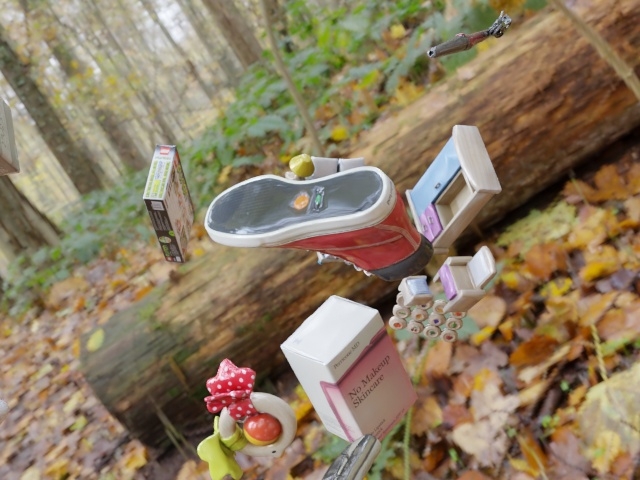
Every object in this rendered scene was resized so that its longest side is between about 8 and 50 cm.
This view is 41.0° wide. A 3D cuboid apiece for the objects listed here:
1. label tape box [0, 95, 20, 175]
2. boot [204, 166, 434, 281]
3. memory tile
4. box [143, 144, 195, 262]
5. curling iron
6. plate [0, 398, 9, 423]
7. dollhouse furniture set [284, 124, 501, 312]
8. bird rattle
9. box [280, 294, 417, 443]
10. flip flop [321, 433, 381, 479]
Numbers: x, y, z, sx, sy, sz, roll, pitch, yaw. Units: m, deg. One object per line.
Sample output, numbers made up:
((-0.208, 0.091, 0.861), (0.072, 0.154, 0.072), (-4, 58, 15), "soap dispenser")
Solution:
((-0.550, -0.144, 1.111), (0.249, 0.115, 0.347), (-8, 0, -11), "label tape box")
((0.000, 0.000, 0.999), (0.244, 0.176, 0.088), (-4, 59, 28), "boot")
((0.220, 0.158, 1.753), (0.012, 0.148, 0.113), (-77, 1, -48), "memory tile")
((-0.263, -0.060, 1.504), (0.036, 0.207, 0.114), (4, 58, 4), "box")
((0.281, -0.387, 1.624), (0.274, 0.035, 0.068), (-28, -15, -42), "curling iron")
((-0.708, 0.292, 1.492), (0.277, 0.278, 0.045), (-48, 7, 36), "plate")
((0.120, -0.046, 1.417), (0.303, 0.286, 0.198), (0, -34, -23), "dollhouse furniture set")
((-0.151, 0.373, 1.798), (0.143, 0.207, 0.253), (-100, 23, -66), "bird rattle")
((0.057, 0.242, 1.563), (0.127, 0.232, 0.148), (15, 50, 47), "box")
((0.014, 0.404, 1.222), (0.277, 0.080, 0.112), (-51, 11, -28), "flip flop")
